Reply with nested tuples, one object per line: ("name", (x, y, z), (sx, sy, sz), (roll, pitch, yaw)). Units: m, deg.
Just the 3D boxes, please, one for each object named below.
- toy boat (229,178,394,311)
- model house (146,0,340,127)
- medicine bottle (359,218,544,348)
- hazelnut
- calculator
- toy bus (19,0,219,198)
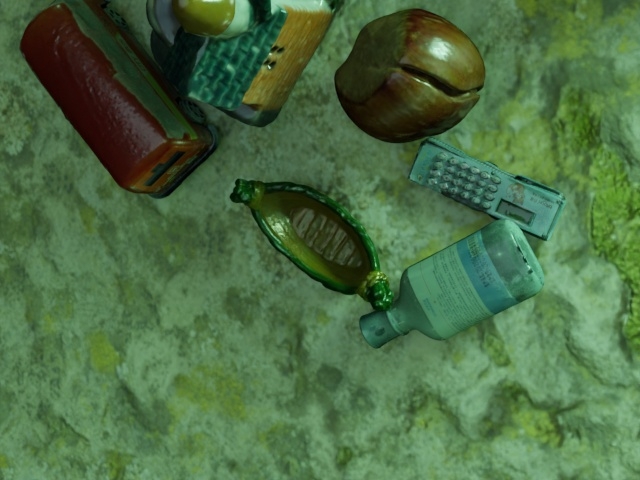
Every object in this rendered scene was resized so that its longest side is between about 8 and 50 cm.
("toy boat", (0.000, 0.000, 1.290), (0.229, 0.088, 0.089), (36, 107, 17))
("model house", (-0.111, -0.266, 1.207), (0.190, 0.301, 0.271), (34, 107, 10))
("medicine bottle", (0.137, 0.058, 1.255), (0.209, 0.054, 0.090), (-30, 86, 26))
("hazelnut", (0.095, -0.169, 1.216), (0.154, 0.143, 0.143), (-41, 79, 30))
("calculator", (0.178, -0.058, 1.246), (0.172, 0.018, 0.057), (26, 107, 18))
("toy bus", (-0.249, -0.179, 1.364), (0.121, 0.120, 0.265), (-41, 79, 20))
